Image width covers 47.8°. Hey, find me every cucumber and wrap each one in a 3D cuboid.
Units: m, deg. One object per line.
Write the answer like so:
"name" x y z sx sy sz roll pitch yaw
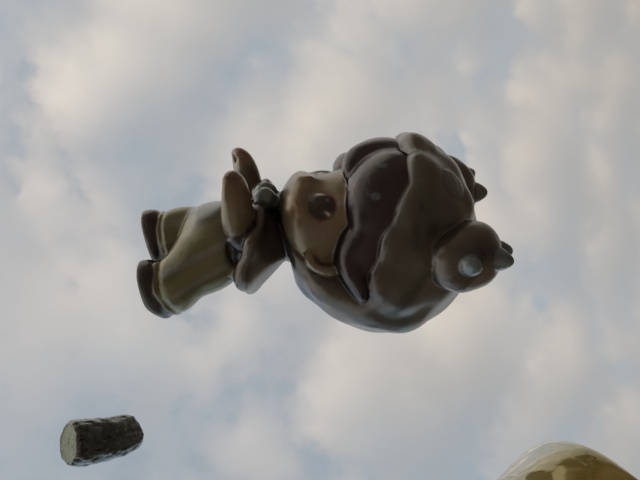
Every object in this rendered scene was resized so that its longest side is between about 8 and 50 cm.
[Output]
"cucumber" -0.301 0.275 1.000 0.112 0.064 0.064 5 -107 -49

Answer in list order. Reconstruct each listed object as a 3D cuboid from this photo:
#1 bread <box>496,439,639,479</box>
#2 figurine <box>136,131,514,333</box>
"bread" 0.166 0.377 0.649 0.246 0.423 0.329 4 -147 -15
"figurine" -0.001 0.000 0.764 0.248 0.381 0.203 -90 -8 -64
